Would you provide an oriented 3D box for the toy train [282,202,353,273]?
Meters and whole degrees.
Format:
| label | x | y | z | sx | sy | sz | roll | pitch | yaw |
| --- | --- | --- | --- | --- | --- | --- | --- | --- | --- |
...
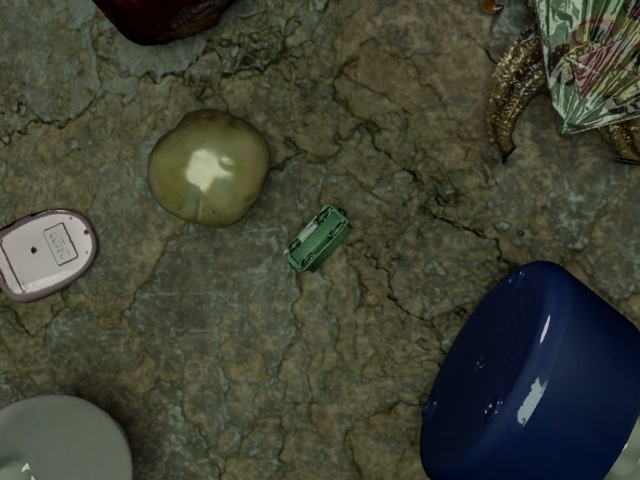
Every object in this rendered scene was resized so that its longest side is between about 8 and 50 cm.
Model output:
| label | x | y | z | sx | sy | sz | roll | pitch | yaw |
| --- | --- | --- | --- | --- | --- | --- | --- | --- | --- |
| toy train | 0.000 | 0.000 | 1.083 | 0.038 | 0.056 | 0.093 | 44 | 96 | 18 |

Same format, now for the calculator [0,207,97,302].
| label | x | y | z | sx | sy | sz | roll | pitch | yaw |
| --- | --- | --- | --- | --- | --- | --- | --- | --- | --- |
| calculator | -0.358 | 0.021 | 1.129 | 0.165 | 0.024 | 0.103 | -25 | 91 | 5 |

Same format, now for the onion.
| label | x | y | z | sx | sy | sz | roll | pitch | yaw |
| --- | --- | --- | --- | --- | --- | --- | --- | --- | --- |
| onion | -0.166 | -0.347 | 1.007 | 0.206 | 0.207 | 0.216 | -22 | 97 | 9 |

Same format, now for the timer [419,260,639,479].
| label | x | y | z | sx | sy | sz | roll | pitch | yaw |
| --- | --- | --- | --- | --- | --- | --- | --- | --- | --- |
| timer | 0.332 | 0.222 | 0.990 | 0.383 | 0.270 | 0.270 | 29 | 95 | -7 |

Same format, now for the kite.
| label | x | y | z | sx | sy | sz | roll | pitch | yaw |
| --- | --- | --- | --- | --- | --- | --- | --- | --- | --- |
| kite | 0.330 | -0.226 | 0.961 | 0.323 | 0.013 | 0.268 | 37 | 103 | 11 |

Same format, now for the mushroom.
| label | x | y | z | sx | sy | sz | roll | pitch | yaw |
| --- | --- | --- | --- | --- | --- | --- | --- | --- | --- |
| mushroom | -0.130 | -0.085 | 1.061 | 0.147 | 0.112 | 0.148 | 0 | 92 | 2 |

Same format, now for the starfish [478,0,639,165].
| label | x | y | z | sx | sy | sz | roll | pitch | yaw |
| --- | --- | --- | --- | --- | --- | --- | --- | --- | --- |
| starfish | 0.324 | -0.227 | 1.023 | 0.311 | 0.113 | 0.303 | -15 | 89 | 14 |

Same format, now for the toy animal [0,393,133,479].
| label | x | y | z | sx | sy | sz | roll | pitch | yaw |
| --- | --- | --- | --- | --- | --- | --- | --- | --- | --- |
| toy animal | -0.391 | 0.324 | 1.070 | 0.367 | 0.241 | 0.196 | -33 | 82 | 20 |
